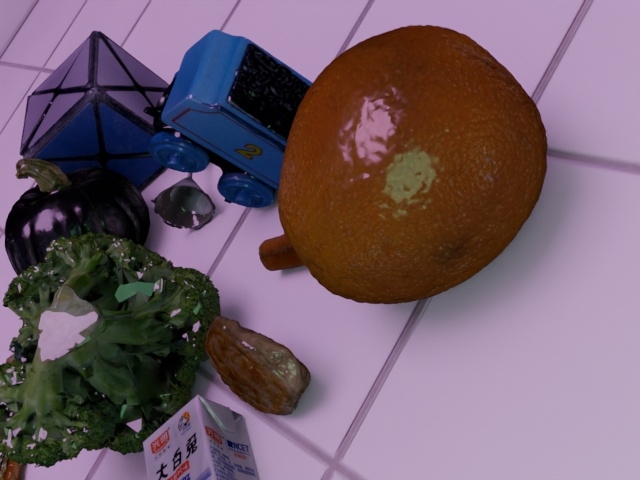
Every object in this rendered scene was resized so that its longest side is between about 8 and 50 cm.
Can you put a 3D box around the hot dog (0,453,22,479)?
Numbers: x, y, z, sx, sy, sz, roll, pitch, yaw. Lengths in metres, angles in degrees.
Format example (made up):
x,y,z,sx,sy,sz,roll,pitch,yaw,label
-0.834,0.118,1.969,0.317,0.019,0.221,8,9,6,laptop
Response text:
x,y,z,sx,sy,sz,roll,pitch,yaw,label
-0.601,0.450,1.605,0.056,0.041,0.133,-45,35,38,hot dog

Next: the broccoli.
x,y,z,sx,sy,sz,roll,pitch,yaw,label
-0.354,0.167,1.352,0.413,0.310,0.321,-30,35,-8,broccoli

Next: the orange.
x,y,z,sx,sy,sz,roll,pitch,yaw,label
0.104,-0.088,1.073,0.357,0.322,0.322,-48,37,23,orange

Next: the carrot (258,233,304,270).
x,y,z,sx,sy,sz,roll,pitch,yaw,label
0.000,0.000,1.307,0.225,0.067,0.067,-19,50,39,carrot

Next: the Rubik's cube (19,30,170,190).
x,y,z,sx,sy,sz,roll,pitch,yaw,label
-0.482,-0.263,1.855,0.259,0.260,0.255,-36,42,18,Rubik's cube

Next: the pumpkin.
x,y,z,sx,sy,sz,roll,pitch,yaw,label
-0.498,-0.052,1.684,0.295,0.296,0.296,-27,45,31,pumpkin

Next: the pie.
x,y,z,sx,sy,sz,roll,pitch,yaw,label
-0.094,0.174,1.202,0.193,0.163,0.079,13,53,44,pie

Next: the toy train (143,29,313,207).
x,y,z,sx,sy,sz,roll,pitch,yaw,label
-0.130,-0.193,1.397,0.265,0.300,0.188,-19,49,51,toy train

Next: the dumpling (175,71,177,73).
x,y,z,sx,sy,sz,roll,pitch,yaw,label
-0.274,-0.286,1.787,0.188,0.108,0.127,47,125,38,dumpling

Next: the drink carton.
x,y,z,sx,sy,sz,roll,pitch,yaw,label
-0.153,0.374,1.145,0.130,0.106,0.315,-40,40,15,drink carton

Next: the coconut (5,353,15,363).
x,y,z,sx,sy,sz,roll,pitch,yaw,label
-0.480,0.238,1.524,0.170,0.182,0.171,-30,47,37,coconut

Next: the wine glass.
x,y,z,sx,sy,sz,roll,pitch,yaw,label
-0.257,-0.126,1.634,0.122,0.122,0.183,-29,42,28,wine glass
